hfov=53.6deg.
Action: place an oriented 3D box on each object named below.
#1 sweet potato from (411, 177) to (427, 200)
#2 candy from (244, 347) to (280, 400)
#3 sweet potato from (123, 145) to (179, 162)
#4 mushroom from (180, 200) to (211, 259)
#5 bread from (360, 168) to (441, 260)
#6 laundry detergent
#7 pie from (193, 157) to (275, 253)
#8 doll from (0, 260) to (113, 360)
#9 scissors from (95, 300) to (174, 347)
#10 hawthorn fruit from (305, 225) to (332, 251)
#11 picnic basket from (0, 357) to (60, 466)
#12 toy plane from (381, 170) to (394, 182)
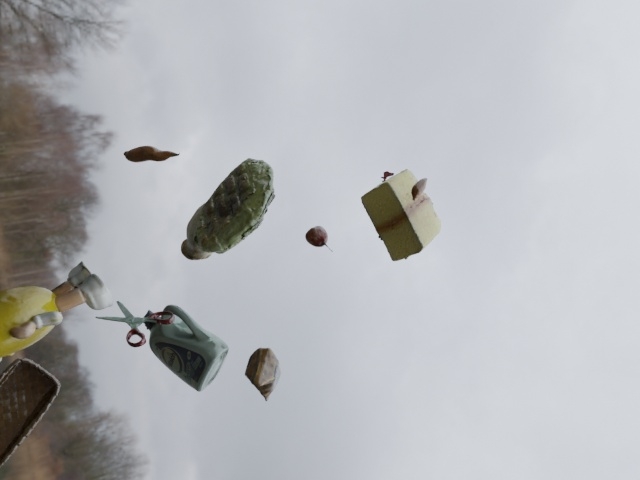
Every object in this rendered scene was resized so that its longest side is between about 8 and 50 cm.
[{"bbox_3d":[0.281,-0.150,1.810,0.034,0.095,0.034,22,-36,18],"label":"sweet potato"},{"bbox_3d":[-0.180,0.439,2.094,0.271,0.101,0.143,82,19,-65],"label":"candy"},{"bbox_3d":[-0.536,-0.273,2.008,0.056,0.194,0.057,3,90,-79],"label":"sweet potato"},{"bbox_3d":[-0.367,-0.035,2.031,0.351,0.122,0.095,135,-43,-54],"label":"mushroom"},{"bbox_3d":[0.259,-0.082,1.957,0.135,0.178,0.240,-25,-84,43],"label":"bread"},{"bbox_3d":[-0.408,0.289,1.847,0.280,0.105,0.215,40,-49,13],"label":"laundry detergent"},{"bbox_3d":[-0.231,-0.093,1.690,0.306,0.071,0.306,-32,-142,30],"label":"pie"},{"bbox_3d":[-0.745,0.176,1.612,0.348,0.423,0.161,-117,-170,-72],"label":"doll"},{"bbox_3d":[-0.526,0.221,1.758,0.247,0.144,0.017,13,-51,39],"label":"scissors"},{"bbox_3d":[0.000,0.000,1.956,0.103,0.066,0.067,46,-39,32],"label":"hawthorn fruit"},{"bbox_3d":[-0.568,0.312,1.148,0.110,0.193,0.055,41,-23,-15],"label":"picnic basket"},{"bbox_3d":[0.217,-0.170,2.163,0.037,0.060,0.145,55,42,-69],"label":"toy plane"}]
